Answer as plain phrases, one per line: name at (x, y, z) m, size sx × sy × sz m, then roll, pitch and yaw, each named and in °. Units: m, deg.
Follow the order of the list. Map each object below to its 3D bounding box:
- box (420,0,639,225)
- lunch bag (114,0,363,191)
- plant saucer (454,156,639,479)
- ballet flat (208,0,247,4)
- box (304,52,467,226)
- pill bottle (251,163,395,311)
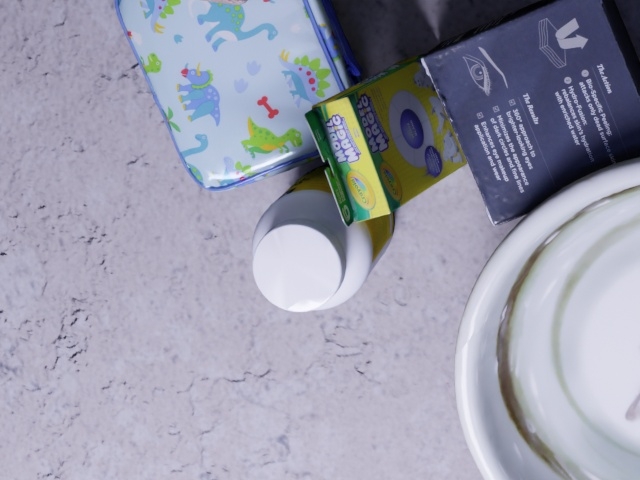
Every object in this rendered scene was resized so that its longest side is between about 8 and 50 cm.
box at (0.191, -0.118, 1.406) m, size 0.158 × 0.093 × 0.156 m, roll -21°, pitch 98°, yaw 18°
lunch bag at (-0.062, -0.163, 1.454) m, size 0.176 × 0.090 × 0.219 m, roll -22°, pitch 97°, yaw 17°
plant saucer at (0.316, 0.104, 1.417) m, size 0.400 × 0.100 × 0.401 m, roll 4°, pitch 111°, yaw 9°
ballet flat at (-0.153, -0.270, 1.386) m, size 0.106 × 0.107 × 0.316 m, roll -48°, pitch 50°, yaw 23°
box at (0.056, -0.085, 1.398) m, size 0.043 × 0.179 × 0.105 m, roll -14°, pitch 102°, yaw 38°
pill bottle at (0.000, 0.000, 1.431) m, size 0.103 × 0.184 × 0.103 m, roll 3°, pitch 104°, yaw 12°
